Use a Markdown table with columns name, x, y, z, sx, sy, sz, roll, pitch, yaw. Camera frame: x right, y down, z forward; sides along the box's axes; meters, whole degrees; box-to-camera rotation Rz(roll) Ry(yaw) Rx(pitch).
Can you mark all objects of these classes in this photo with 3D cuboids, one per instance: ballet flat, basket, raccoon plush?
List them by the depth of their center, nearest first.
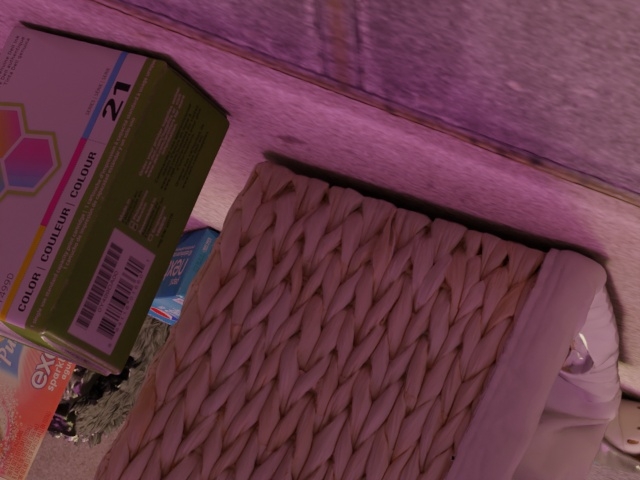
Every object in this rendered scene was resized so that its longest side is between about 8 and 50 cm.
| name | x | y | z | sx | sy | sz | roll | pitch | yaw |
| --- | --- | --- | --- | --- | --- | --- | --- | --- | --- |
| basket | 0.036 | 0.169 | 1.150 | 0.266 | 0.331 | 0.328 | 19 | 164 | 19 |
| ballet flat | 0.295 | 0.175 | 1.404 | 0.213 | 0.072 | 0.068 | 26 | 141 | -18 |
| raccoon plush | -0.335 | 0.107 | 1.957 | 0.299 | 0.216 | 0.446 | 27 | 171 | 20 |

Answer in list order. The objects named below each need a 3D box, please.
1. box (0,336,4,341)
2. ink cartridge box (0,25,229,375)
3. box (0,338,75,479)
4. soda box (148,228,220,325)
| name | x | y | z | sx | sy | sz | roll | pitch | yaw |
| --- | --- | --- | --- | --- | --- | --- | --- | --- | --- |
| box | -0.458 | 0.010 | 1.304 | 0.345 | 0.168 | 0.215 | -12 | 160 | 25 |
| ink cartridge box | -0.216 | -0.042 | 1.056 | 0.255 | 0.188 | 0.097 | 17 | 167 | 29 |
| box | -0.307 | 0.068 | 1.440 | 0.154 | 0.300 | 0.142 | 11 | 163 | 47 |
| soda box | -0.125 | 0.039 | 1.532 | 0.067 | 0.071 | 0.210 | 28 | 168 | -18 |
